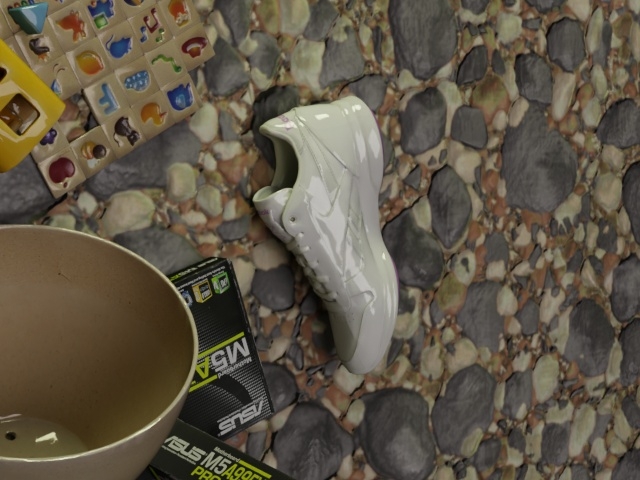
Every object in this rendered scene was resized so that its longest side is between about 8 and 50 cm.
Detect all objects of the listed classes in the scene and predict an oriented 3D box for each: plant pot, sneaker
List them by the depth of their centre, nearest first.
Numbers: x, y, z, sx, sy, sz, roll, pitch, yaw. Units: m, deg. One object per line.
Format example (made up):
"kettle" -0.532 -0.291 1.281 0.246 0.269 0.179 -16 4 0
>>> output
"plant pot" -0.262 0.147 1.180 0.284 0.284 0.191 -20 140 -35
"sneaker" 0.000 0.000 1.463 0.152 0.114 0.305 -10 95 -23

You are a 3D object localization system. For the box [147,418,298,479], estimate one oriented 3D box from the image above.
"box" -0.042 0.316 1.335 0.060 0.216 0.270 -45 128 -24

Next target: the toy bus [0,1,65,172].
"toy bus" -0.323 -0.153 1.180 0.202 0.104 0.191 -6 98 -34

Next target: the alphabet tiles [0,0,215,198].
"alphabet tiles" -0.216 -0.185 1.329 0.237 0.009 0.198 -37 114 -31

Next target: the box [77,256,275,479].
"box" -0.152 0.134 1.376 0.191 0.045 0.184 -24 106 -34
